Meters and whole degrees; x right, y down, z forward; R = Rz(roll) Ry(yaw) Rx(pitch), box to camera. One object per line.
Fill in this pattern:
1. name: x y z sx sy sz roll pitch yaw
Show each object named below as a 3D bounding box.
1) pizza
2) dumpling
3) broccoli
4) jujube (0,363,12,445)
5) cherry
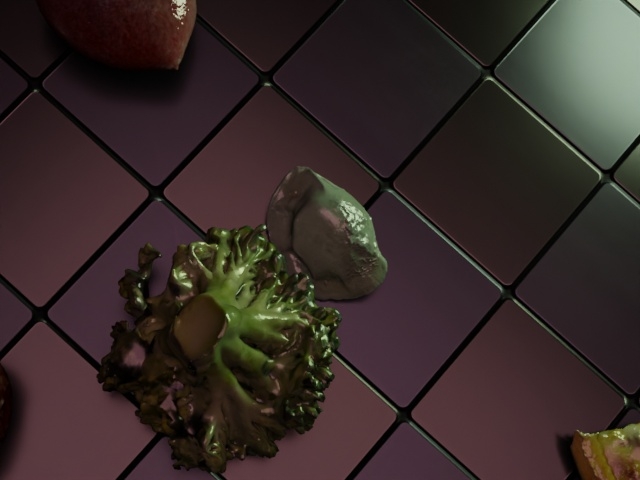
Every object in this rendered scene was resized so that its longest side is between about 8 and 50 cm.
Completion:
1. pizza: 0.527 0.327 1.863 0.287 0.075 0.280 -43 87 -12
2. dumpling: 0.005 -0.006 1.857 0.152 0.108 0.219 -38 82 -12
3. broccoli: -0.148 0.143 1.761 0.334 0.272 0.324 -36 45 -5
4. jujube: -0.537 0.247 1.706 0.212 0.213 0.232 19 76 -2
5. cherry: -0.294 -0.364 1.860 0.239 0.206 0.239 -9 109 -29
